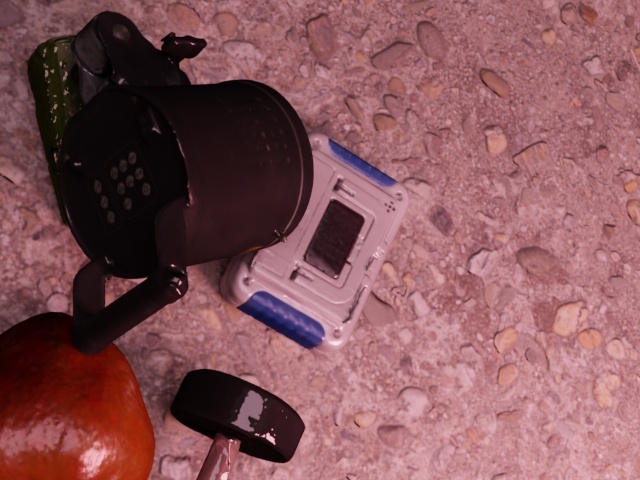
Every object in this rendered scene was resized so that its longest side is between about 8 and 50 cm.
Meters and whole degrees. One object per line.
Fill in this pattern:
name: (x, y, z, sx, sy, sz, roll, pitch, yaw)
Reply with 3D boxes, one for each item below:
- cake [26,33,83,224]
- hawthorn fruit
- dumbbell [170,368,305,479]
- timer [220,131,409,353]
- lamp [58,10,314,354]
cake: (-0.288, -0.130, 1.282, 0.100, 0.099, 0.235, -11, 102, -26)
hawthorn fruit: (-0.287, 0.183, 1.118, 0.224, 0.224, 0.261, 10, 51, -20)
dumbbell: (-0.125, 0.270, 1.182, 0.152, 0.152, 0.218, 29, 68, -13)
timer: (0.000, 0.000, 1.341, 0.178, 0.078, 0.253, 30, 67, -13)
lamp: (-0.137, -0.065, 1.172, 0.272, 0.205, 0.374, 11, 56, -42)
